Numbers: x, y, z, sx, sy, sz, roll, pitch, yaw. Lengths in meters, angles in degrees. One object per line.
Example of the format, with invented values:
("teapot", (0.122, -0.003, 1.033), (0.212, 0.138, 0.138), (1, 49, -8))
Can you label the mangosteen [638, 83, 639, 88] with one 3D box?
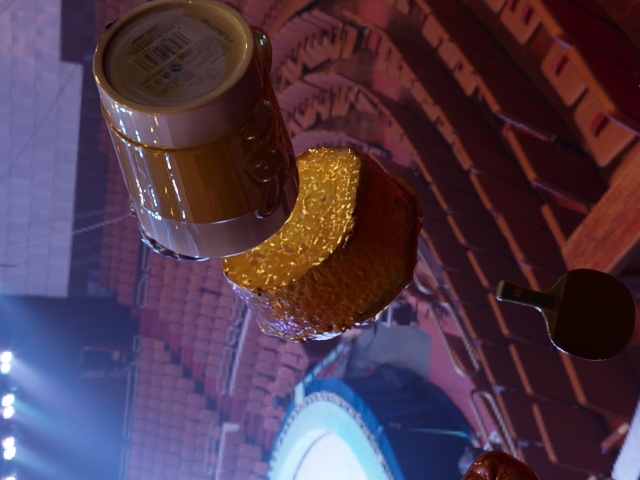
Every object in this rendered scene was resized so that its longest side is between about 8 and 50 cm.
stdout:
("mangosteen", (0.511, -0.129, 0.696), (0.293, 0.297, 0.297), (-27, 53, 36))

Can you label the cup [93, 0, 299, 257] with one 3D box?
("cup", (-0.111, -0.132, 0.730), (0.226, 0.186, 0.241), (82, -151, -60))

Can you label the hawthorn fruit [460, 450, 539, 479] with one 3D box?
("hawthorn fruit", (0.270, 0.374, 1.044), (0.125, 0.140, 0.125), (-45, 32, 38))

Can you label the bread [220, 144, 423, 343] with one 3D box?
("bread", (0.000, 0.000, 1.346), (0.398, 0.215, 0.398), (-25, 42, 24))

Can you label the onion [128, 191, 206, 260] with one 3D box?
("onion", (-0.159, -0.079, 1.009), (0.195, 0.218, 0.139), (-121, 28, -51))

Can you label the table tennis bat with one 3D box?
("table tennis bat", (0.422, 0.116, 1.219), (0.021, 0.274, 0.154), (178, 107, -74))
